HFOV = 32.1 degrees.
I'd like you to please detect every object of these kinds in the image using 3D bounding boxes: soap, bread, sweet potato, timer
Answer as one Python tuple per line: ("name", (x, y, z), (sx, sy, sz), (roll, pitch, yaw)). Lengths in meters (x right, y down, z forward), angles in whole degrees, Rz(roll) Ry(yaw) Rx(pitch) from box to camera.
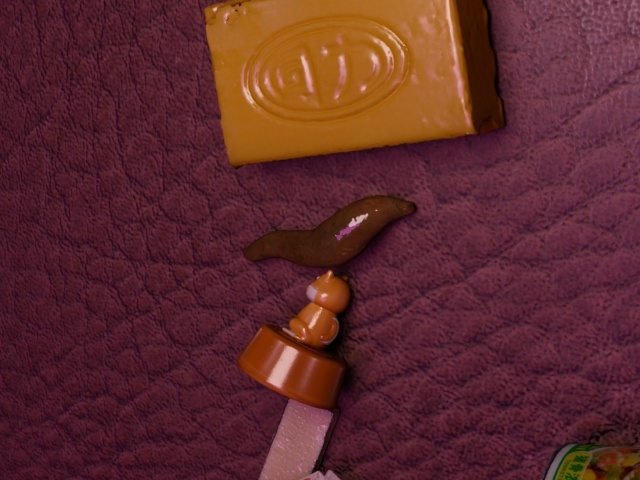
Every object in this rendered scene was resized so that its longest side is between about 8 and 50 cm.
("soap", (0.028, -0.196, 1.233), (0.325, 0.096, 0.204), (-6, 99, 32))
("bread", (-0.028, 0.262, 1.418), (0.068, 0.028, 0.153), (28, 114, 22))
("sweet potato", (-0.002, 0.002, 1.322), (0.250, 0.059, 0.069), (-19, 60, 36))
("timer", (-0.010, 0.107, 1.331), (0.132, 0.132, 0.152), (26, 92, 23))

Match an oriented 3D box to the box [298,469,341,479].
("box", (-0.092, 0.437, 1.395), (0.333, 0.173, 0.145), (-32, 104, 32))

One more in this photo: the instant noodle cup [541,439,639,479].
("instant noodle cup", (0.348, 0.296, 1.114), (0.233, 0.207, 0.207), (3, 103, 37))
